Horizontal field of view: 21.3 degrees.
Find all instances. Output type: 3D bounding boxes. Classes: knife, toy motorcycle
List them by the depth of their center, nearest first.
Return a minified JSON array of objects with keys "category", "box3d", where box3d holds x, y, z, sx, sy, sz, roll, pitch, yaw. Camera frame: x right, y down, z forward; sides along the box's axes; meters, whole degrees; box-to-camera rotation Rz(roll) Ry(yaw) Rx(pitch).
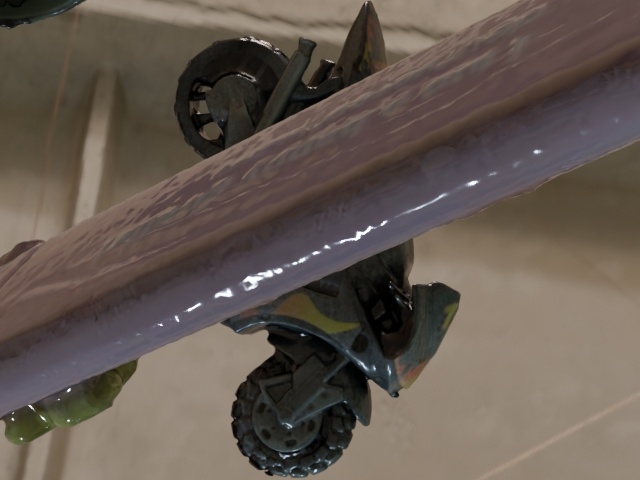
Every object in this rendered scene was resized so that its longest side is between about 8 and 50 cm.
[{"category":"knife","box3d":[-0.008,-0.003,0.395,0.038,0.398,0.132,51,-144,-18]},{"category":"toy motorcycle","box3d":[0.000,0.000,1.144,0.173,0.108,0.307,-11,-97,10]}]

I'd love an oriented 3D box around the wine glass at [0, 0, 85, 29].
[{"category":"wine glass","box3d":[-0.112,-0.190,0.614,0.103,0.103,0.231,4,-127,-12]}]
